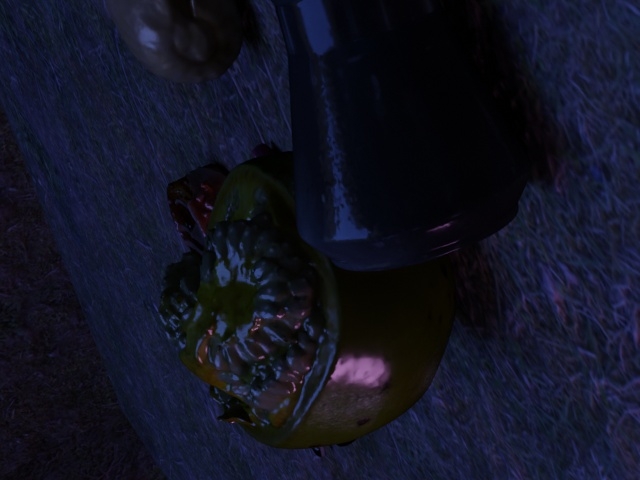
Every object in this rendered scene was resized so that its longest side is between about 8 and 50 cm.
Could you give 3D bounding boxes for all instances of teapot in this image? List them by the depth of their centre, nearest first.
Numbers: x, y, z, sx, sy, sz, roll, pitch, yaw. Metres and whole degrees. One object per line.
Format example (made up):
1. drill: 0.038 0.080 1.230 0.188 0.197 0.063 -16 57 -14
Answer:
1. teapot: 0.039 -0.110 1.069 0.203 0.171 0.225 -144 35 -72

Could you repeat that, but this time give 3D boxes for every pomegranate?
1. pomegranate: 0.009 0.030 1.290 0.260 0.260 0.341 58 135 14

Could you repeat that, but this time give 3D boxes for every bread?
1. bread: -0.129 -0.016 1.909 0.160 0.073 0.160 56 162 29

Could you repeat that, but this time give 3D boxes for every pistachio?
1. pistachio: -0.157 -0.243 1.525 0.200 0.117 0.145 56 169 21

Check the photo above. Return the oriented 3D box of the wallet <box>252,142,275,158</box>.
1. wallet: 0.000 0.000 1.614 0.232 0.025 0.119 48 159 38

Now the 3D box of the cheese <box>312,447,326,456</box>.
1. cheese: -0.041 0.241 2.133 0.162 0.036 0.086 51 158 34

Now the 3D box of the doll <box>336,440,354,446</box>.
1. doll: -0.013 0.166 1.870 0.195 0.070 0.096 48 129 33
